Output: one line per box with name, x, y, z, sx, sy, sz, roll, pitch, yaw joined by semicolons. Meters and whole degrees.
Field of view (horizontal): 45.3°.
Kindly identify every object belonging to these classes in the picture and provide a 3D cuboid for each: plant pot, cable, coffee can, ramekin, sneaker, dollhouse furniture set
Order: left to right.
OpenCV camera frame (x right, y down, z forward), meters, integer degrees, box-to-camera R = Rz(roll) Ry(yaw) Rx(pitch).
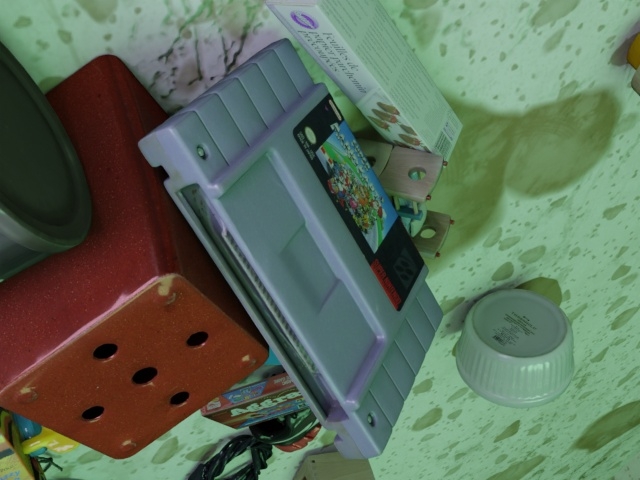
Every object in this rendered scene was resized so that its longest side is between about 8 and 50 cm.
coffee can;-0.342;-0.023;0.558;0.275;0.201;0.201;-27;145;6
plant pot;-0.199;0.042;0.727;0.267;0.236;0.267;-35;140;2
cable;-0.150;0.405;1.360;0.150;0.047;0.184;11;125;-44
sneaker;-0.012;0.240;1.228;0.276;0.098;0.135;-45;145;18
dollhouse furniture set;0.064;-0.003;0.905;0.184;0.129;0.129;-62;153;-26
ramekin;0.344;0.180;1.347;0.207;0.207;0.109;-21;134;-17

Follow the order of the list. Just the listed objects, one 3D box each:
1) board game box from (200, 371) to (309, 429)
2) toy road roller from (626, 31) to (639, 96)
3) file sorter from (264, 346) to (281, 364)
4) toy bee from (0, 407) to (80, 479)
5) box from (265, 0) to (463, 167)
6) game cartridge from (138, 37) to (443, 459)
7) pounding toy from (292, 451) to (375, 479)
board game box;-0.018;0.212;1.105;0.281;0.027;0.145;-19;154;8
toy road roller;0.590;-0.213;1.081;0.329;0.202;0.241;-26;154;-12
file sorter;-0.042;0.091;1.027;0.170;0.104;0.118;10;127;-44
toy bee;-0.373;0.285;0.956;0.195;0.162;0.298;-37;144;2
box;0.061;-0.178;0.812;0.324;0.063;0.067;36;73;-53
game cartridge;0.000;0.000;0.738;0.068;0.230;0.355;-16;114;39
pounding toy;-0.021;0.504;1.543;0.206;0.094;0.181;-1;139;-24
